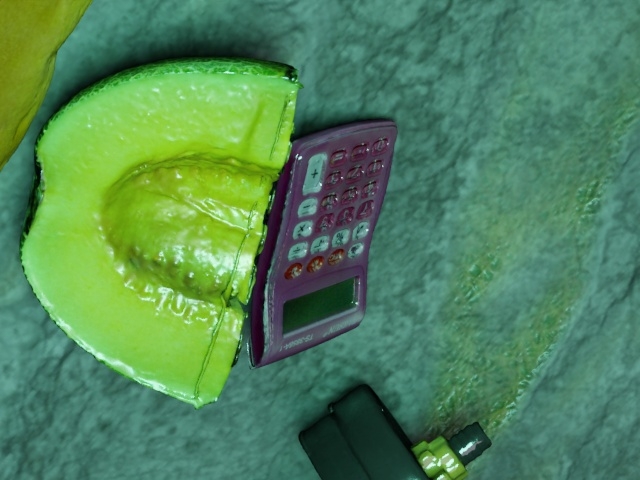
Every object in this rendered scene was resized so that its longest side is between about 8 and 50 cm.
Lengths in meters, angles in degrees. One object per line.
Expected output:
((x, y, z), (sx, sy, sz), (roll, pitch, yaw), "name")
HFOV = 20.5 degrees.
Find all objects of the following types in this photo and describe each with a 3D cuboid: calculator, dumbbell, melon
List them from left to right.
((-0.117, -0.036, 1.251), (0.169, 0.129, 0.265), (13, 117, -6), "melon")
((-0.027, 0.265, 1.410), (0.388, 0.185, 0.185), (-36, 125, 0), "dumbbell")
((0.000, 0.000, 1.337), (0.126, 0.034, 0.190), (-16, 124, -48), "calculator")

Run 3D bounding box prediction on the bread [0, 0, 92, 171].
((-0.247, -0.152, 1.105), (0.195, 0.149, 0.344), (21, 109, -29), "bread")
